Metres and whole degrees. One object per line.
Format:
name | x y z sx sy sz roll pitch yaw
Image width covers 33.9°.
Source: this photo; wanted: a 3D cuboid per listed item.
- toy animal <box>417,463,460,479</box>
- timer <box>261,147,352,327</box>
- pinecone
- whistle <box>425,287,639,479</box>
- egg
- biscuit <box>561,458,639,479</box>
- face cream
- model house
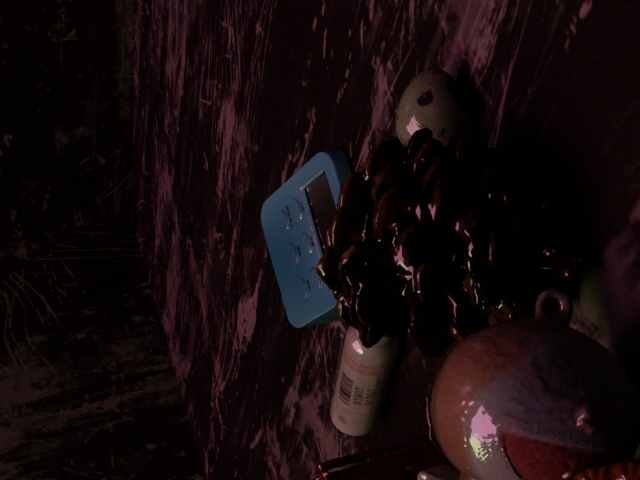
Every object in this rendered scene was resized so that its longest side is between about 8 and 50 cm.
toy animal | 0.177 0.434 1.217 0.325 0.154 0.208 59 138 24
timer | 0.000 0.000 1.650 0.250 0.091 0.231 130 128 -63
pinecone | 0.120 0.005 1.047 0.257 0.243 0.243 20 119 58
whistle | 0.176 0.213 0.908 0.189 0.189 0.347 -172 94 -71
egg | 0.127 -0.138 1.182 0.085 0.085 0.110 -163 78 -70
biscuit | 0.264 0.314 0.796 0.305 0.038 0.305 5 101 26
face cream | 0.067 0.186 1.559 0.269 0.082 0.082 98 154 -47
model house | 0.104 0.412 1.399 0.160 0.196 0.254 103 149 -48
